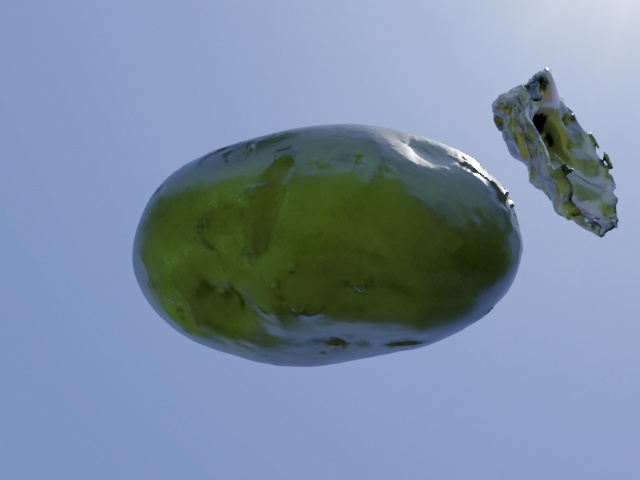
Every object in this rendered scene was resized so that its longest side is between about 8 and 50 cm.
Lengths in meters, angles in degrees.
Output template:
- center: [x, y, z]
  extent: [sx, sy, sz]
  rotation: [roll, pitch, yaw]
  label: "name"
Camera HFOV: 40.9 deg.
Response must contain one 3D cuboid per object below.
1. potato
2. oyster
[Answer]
- center: [0.000, 0.000, 0.555]
  extent: [0.253, 0.148, 0.186]
  rotation: [-4, -31, 10]
  label: "potato"
- center: [0.205, -0.081, 0.777]
  extent: [0.072, 0.133, 0.209]
  rotation: [-36, -125, 32]
  label: "oyster"
